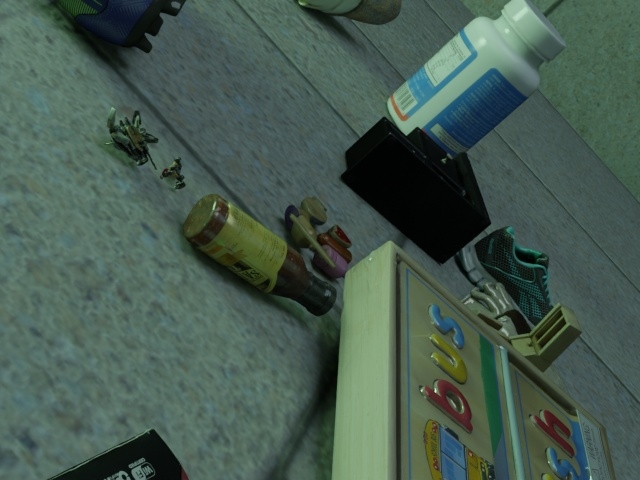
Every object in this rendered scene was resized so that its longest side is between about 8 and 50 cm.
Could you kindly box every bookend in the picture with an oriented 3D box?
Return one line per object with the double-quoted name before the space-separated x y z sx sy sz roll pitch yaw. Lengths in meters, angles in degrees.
"bookend" 0.096 -0.080 1.183 0.156 0.072 0.157 39 22 -23

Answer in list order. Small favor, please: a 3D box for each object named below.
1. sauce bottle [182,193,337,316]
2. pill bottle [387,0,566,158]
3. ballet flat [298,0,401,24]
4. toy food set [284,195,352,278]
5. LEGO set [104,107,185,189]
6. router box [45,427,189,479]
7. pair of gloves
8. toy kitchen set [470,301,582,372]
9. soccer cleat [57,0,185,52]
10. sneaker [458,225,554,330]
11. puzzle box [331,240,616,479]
"sauce bottle" -0.040 0.015 0.789 0.128 0.042 0.042 36 24 -28
"pill bottle" 0.204 -0.208 1.410 0.124 0.221 0.124 41 22 -21
"ballet flat" -0.026 -0.372 1.442 0.316 0.107 0.106 36 44 -18
"toy food set" 0.000 0.000 0.932 0.078 0.019 0.122 50 13 3
"LEGO set" -0.130 -0.064 0.786 0.083 0.023 0.054 53 19 -28
"router box" -0.110 0.117 0.361 0.038 0.122 0.092 57 22 9
"pair of gloves" 0.181 0.123 1.042 0.204 0.042 0.240 57 23 20
"toy kitchen set" 0.170 0.069 0.972 0.083 0.075 0.068 29 26 -20
"soccer cleat" -0.172 -0.260 0.940 0.121 0.093 0.289 32 25 -22
"sneaker" 0.234 0.049 1.226 0.166 0.076 0.065 40 23 -22
"puzzle box" 0.119 0.201 0.724 0.272 0.052 0.409 40 27 -21
